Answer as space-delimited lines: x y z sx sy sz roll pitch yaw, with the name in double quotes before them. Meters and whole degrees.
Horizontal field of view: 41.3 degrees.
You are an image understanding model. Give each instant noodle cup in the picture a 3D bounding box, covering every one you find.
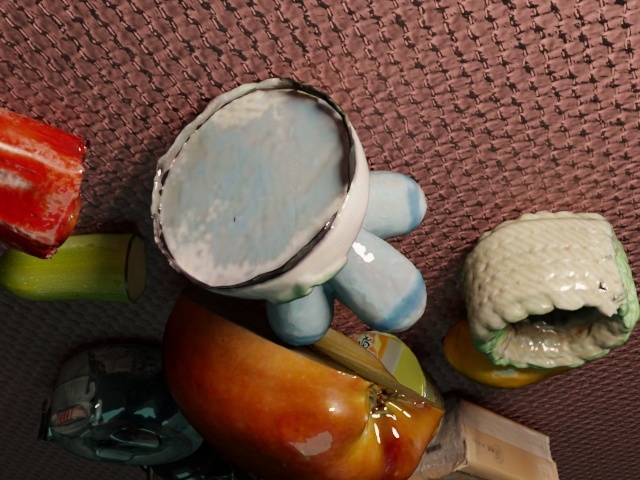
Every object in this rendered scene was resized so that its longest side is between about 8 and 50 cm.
"instant noodle cup" 0.100 0.256 1.353 0.205 0.205 0.153 -19 153 23

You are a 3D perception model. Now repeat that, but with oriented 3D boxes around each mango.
"mango" 0.296 0.158 1.249 0.227 0.147 0.109 -1 103 -4

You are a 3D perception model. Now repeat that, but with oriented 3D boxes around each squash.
"squash" -0.323 0.034 1.085 0.188 0.095 0.095 1 146 5

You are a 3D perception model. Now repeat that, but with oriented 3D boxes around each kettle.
"kettle" -0.244 0.428 1.612 0.207 0.250 0.271 -29 140 -13

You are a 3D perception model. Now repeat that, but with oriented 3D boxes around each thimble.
"thimble" 0.295 0.065 1.100 0.219 0.150 0.219 -1 147 -1

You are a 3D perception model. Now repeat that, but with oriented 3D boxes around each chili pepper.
"chili pepper" -0.371 -0.085 0.892 0.253 0.136 0.144 24 166 -21

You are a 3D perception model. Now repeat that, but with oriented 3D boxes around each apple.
"apple" -0.023 0.185 1.130 0.329 0.365 0.295 -23 116 -27

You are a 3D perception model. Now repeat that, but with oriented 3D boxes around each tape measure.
"tape measure" -0.315 0.283 1.397 0.256 0.147 0.275 16 143 -26

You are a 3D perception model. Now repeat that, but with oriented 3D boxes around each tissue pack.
"tissue pack" 0.283 0.454 1.612 0.239 0.238 0.306 -30 137 35

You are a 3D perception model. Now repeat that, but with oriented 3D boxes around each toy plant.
"toy plant" 0.000 0.000 0.951 0.247 0.247 0.332 -17 150 21
